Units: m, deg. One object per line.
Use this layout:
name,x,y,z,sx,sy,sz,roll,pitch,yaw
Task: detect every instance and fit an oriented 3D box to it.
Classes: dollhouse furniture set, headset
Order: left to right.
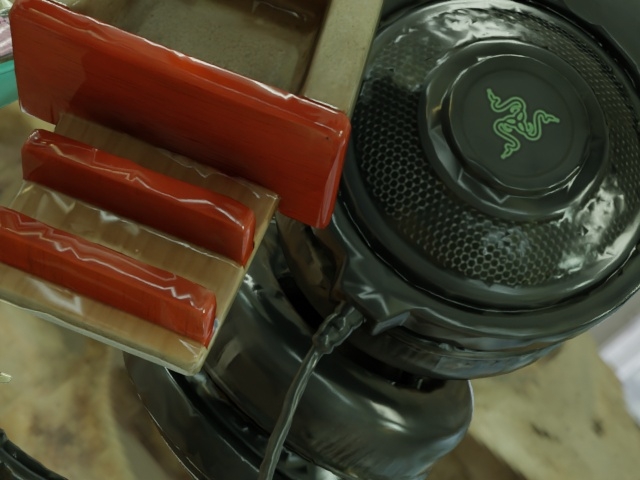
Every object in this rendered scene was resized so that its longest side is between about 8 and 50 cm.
dollhouse furniture set,-0.025,-0.091,0.367,0.262,0.135,0.259,21,-31,6
headset,0.000,0.000,0.577,0.185,0.243,0.394,41,39,3

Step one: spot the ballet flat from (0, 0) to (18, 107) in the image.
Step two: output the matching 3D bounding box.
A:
ballet flat,-0.152,-0.106,0.815,0.221,0.077,0.079,-23,72,-44
